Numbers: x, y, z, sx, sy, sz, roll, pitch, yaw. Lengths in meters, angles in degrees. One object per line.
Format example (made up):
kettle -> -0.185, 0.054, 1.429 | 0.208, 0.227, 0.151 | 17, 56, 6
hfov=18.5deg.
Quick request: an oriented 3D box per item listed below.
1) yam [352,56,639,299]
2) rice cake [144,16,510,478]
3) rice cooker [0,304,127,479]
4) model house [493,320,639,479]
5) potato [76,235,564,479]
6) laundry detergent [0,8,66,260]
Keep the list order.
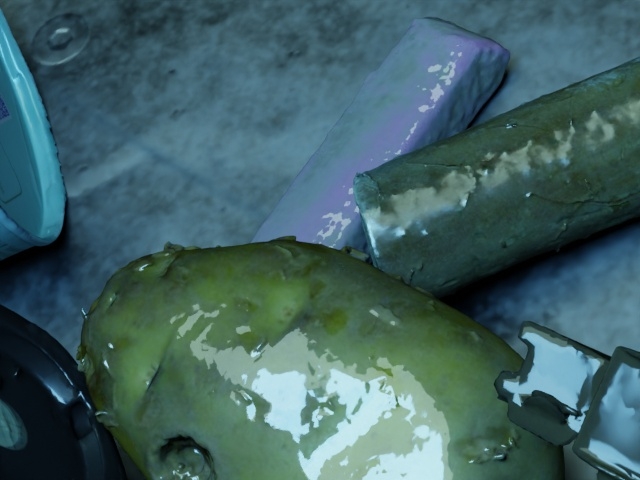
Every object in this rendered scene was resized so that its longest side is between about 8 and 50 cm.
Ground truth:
yam -> 0.143, -0.042, 1.170 | 0.259, 0.093, 0.093 | -22, 52, -2
rice cake -> 0.000, 0.000, 1.237 | 0.073, 0.056, 0.365 | 23, 69, 35
rice cooker -> -0.238, 0.157, 1.098 | 0.224, 0.267, 0.267 | -39, 49, 19
model house -> 0.210, 0.108, 0.967 | 0.243, 0.204, 0.211 | 24, 93, 21
potato -> 0.000, 0.103, 1.093 | 0.296, 0.141, 0.191 | 31, 82, 12
laundry detergent -> -0.367, -0.069, 1.292 | 0.305, 0.287, 0.287 | -23, 52, 7
